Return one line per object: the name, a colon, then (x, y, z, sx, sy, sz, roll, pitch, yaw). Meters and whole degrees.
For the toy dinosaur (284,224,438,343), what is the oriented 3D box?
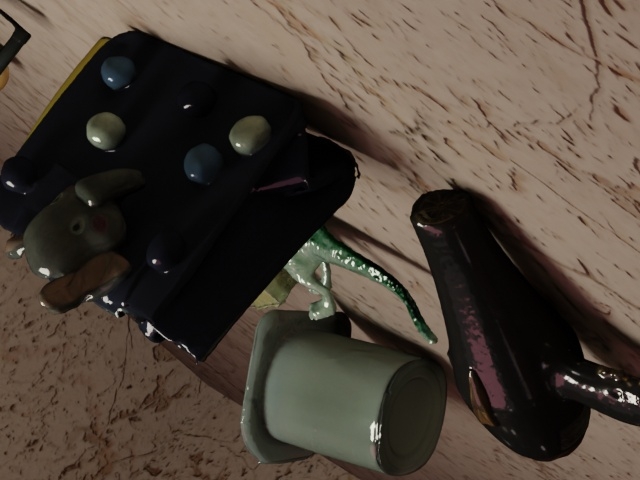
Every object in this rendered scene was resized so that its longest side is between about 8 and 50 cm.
toy dinosaur: (0.010, 0.036, 1.945, 0.383, 0.076, 0.129, 32, 150, 36)

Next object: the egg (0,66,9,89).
egg: (-0.426, -0.214, 2.342, 0.096, 0.080, 0.080, 37, 170, 20)

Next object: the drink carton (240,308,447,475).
drink carton: (0.038, 0.192, 2.272, 0.190, 0.191, 0.185, 13, -177, 32)

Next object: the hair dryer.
hair dryer: (0.241, 0.096, 1.523, 0.359, 0.120, 0.303, 16, 144, 37)

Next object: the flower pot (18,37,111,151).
flower pot: (-0.212, -0.076, 1.923, 0.195, 0.179, 0.195, 42, 168, 11)

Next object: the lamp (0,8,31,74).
lamp: (-0.431, -0.272, 2.005, 0.227, 0.147, 0.172, 35, -174, -35)

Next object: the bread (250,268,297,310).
bread: (-0.095, 0.028, 2.338, 0.232, 0.064, 0.172, 30, 166, 40)

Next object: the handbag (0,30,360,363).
handbag: (-0.157, -0.039, 1.670, 0.326, 0.269, 0.118, 25, 163, 50)
